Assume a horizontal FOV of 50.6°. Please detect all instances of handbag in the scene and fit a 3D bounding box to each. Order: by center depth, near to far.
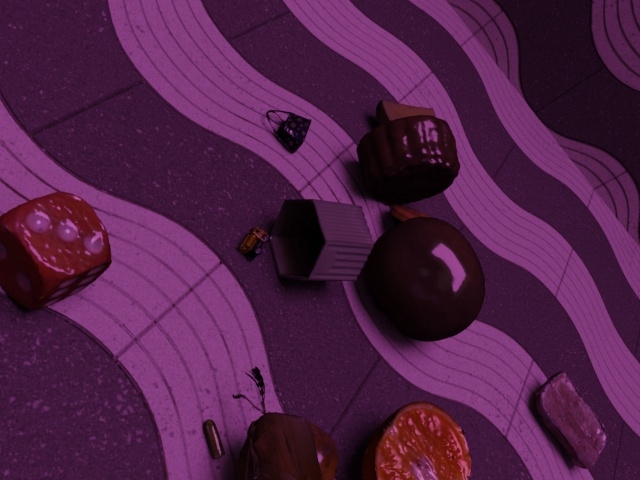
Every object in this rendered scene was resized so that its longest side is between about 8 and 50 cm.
[{"bbox_3d":[-0.104,-0.350,2.054,0.139,0.072,0.115,33,47,-17],"label":"handbag"}]

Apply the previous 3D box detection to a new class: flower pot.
[{"bbox_3d":[0.000,0.000,1.815,0.190,0.239,0.209,3,30,-41],"label":"flower pot"}]

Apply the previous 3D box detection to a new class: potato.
[{"bbox_3d":[-0.032,0.483,1.534,0.175,0.137,0.137,53,41,1],"label":"potato"},{"bbox_3d":[0.290,-0.415,2.440,0.255,0.112,0.269,26,46,-24],"label":"potato"}]

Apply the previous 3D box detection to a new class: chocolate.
[{"bbox_3d":[0.831,0.608,2.283,0.185,0.100,0.303,-34,87,-39],"label":"chocolate"}]

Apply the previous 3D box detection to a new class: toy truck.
[{"bbox_3d":[-0.174,0.006,1.771,0.054,0.049,0.083,42,44,-13],"label":"toy truck"}]

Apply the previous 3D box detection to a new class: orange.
[{"bbox_3d":[0.234,0.545,1.653,0.310,0.274,0.274,-45,99,-14],"label":"orange"}]

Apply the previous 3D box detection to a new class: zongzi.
[{"bbox_3d":[-0.042,0.459,1.305,0.182,0.418,0.446,18,66,-28],"label":"zongzi"}]

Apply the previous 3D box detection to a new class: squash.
[{"bbox_3d":[-0.230,0.425,1.458,0.028,0.027,0.083,-5,69,-45],"label":"squash"}]

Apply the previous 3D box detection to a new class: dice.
[{"bbox_3d":[-0.533,0.023,1.328,0.174,0.175,0.179,-28,89,-49],"label":"dice"}]

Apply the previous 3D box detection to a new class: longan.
[{"bbox_3d":[0.304,0.115,1.963,0.361,0.361,0.360,23,50,-31],"label":"longan"}]

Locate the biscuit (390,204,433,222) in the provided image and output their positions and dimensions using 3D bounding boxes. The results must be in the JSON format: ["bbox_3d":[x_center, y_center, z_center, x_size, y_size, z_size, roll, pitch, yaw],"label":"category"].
[{"bbox_3d":[0.337,-0.059,2.207,0.202,0.044,0.289,32,15,26],"label":"biscuit"}]

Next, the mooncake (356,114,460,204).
[{"bbox_3d":[0.285,-0.250,2.169,0.324,0.324,0.187,10,61,-39],"label":"mooncake"}]
